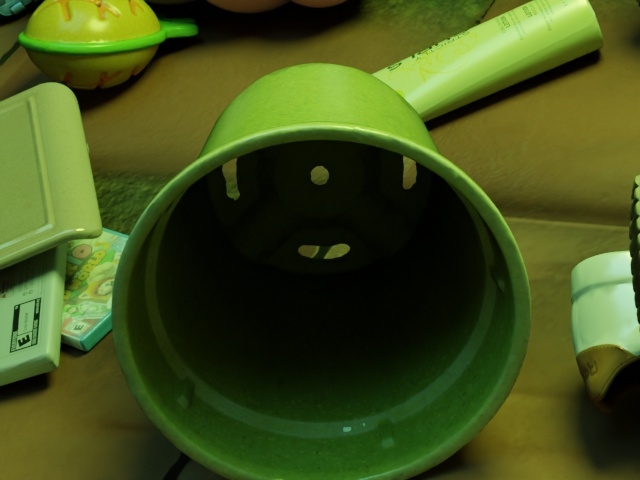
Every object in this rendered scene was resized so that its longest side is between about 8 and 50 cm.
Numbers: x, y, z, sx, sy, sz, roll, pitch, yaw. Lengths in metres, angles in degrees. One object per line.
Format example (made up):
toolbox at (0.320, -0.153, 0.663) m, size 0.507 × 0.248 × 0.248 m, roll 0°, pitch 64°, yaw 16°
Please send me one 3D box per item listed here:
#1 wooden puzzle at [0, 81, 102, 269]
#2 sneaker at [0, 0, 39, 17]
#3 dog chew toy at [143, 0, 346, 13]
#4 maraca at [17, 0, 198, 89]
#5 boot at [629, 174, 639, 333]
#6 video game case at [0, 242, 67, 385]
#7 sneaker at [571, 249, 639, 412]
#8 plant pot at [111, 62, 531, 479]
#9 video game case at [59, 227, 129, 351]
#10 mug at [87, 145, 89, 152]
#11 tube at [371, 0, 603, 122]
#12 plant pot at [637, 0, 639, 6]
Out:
wooden puzzle at (-0.308, -0.027, 1.663) m, size 0.238 × 0.044 × 0.221 m, roll -19°, pitch 40°, yaw 1°
sneaker at (-0.313, -0.262, 2.046) m, size 0.144 × 0.059 × 0.053 m, roll -1°, pitch 5°, yaw 0°
dog chew toy at (-0.081, -0.309, 1.877) m, size 0.332 × 0.207 × 0.206 m, roll 20°, pitch 51°, yaw 32°
maraca at (-0.202, -0.198, 1.868) m, size 0.127 × 0.099 × 0.185 m, roll 18°, pitch 24°, yaw 38°
boot at (0.305, 0.060, 1.194) m, size 0.207 × 0.248 × 0.090 m, roll -13°, pitch -6°, yaw 4°
video game case at (-0.301, 0.053, 1.620) m, size 0.193 × 0.023 × 0.212 m, roll -17°, pitch 41°, yaw 11°
sneaker at (0.311, 0.069, 1.284) m, size 0.290 × 0.106 × 0.123 m, roll -5°, pitch 64°, yaw 15°
plant pot at (0.000, 0.000, 1.397) m, size 0.276 × 0.276 × 0.254 m, roll -15°, pitch 24°, yaw 7°
video game case at (-0.212, 0.031, 1.636) m, size 0.166 × 0.015 × 0.119 m, roll 16°, pitch 49°, yaw 40°
mug at (-0.248, -0.061, 1.751) m, size 0.062 × 0.078 × 0.064 m, roll 20°, pitch 53°, yaw 0°
tube at (0.121, -0.146, 1.674) m, size 0.240 × 0.062 × 0.070 m, roll -23°, pitch -5°, yaw 4°
plant pot at (0.345, -0.231, 1.600) m, size 0.167 × 0.167 × 0.165 m, roll -37°, pitch 30°, yaw -21°
